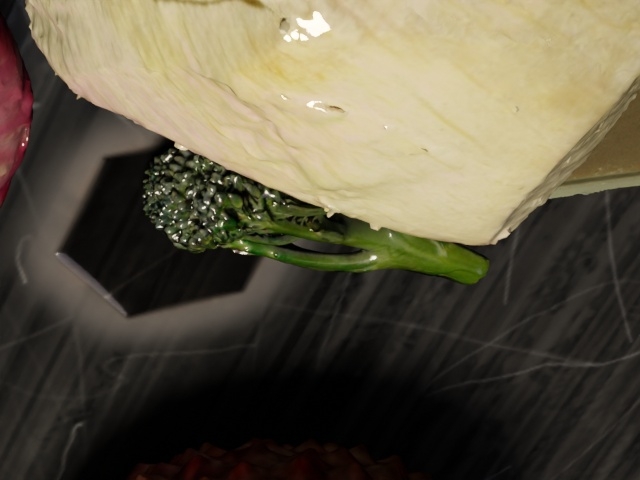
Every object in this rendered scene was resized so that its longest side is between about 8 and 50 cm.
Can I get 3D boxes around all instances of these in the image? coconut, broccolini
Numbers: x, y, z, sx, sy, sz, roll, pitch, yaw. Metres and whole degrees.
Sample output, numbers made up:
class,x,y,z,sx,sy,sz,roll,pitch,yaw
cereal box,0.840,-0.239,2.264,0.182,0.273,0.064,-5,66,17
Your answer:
class,x,y,z,sx,sy,sz,roll,pitch,yaw
coconut,0.015,-0.157,0.704,0.255,0.297,0.297,19,119,-35
broccolini,-0.002,-0.015,0.976,0.203,0.068,0.091,12,137,-39

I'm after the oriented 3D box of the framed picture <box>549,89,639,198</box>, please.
class,x,y,z,sx,sy,sz,roll,pitch,yaw
framed picture,0.148,-0.097,0.987,0.250,0.016,0.184,-8,131,-14

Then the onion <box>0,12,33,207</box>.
class,x,y,z,sx,sy,sz,roll,pitch,yaw
onion,-0.241,-0.049,0.789,0.230,0.163,0.230,-36,143,-33

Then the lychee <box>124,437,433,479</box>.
class,x,y,z,sx,sy,sz,roll,pitch,yaw
lychee,-0.023,0.254,1.032,0.330,0.306,0.306,-23,138,-34
